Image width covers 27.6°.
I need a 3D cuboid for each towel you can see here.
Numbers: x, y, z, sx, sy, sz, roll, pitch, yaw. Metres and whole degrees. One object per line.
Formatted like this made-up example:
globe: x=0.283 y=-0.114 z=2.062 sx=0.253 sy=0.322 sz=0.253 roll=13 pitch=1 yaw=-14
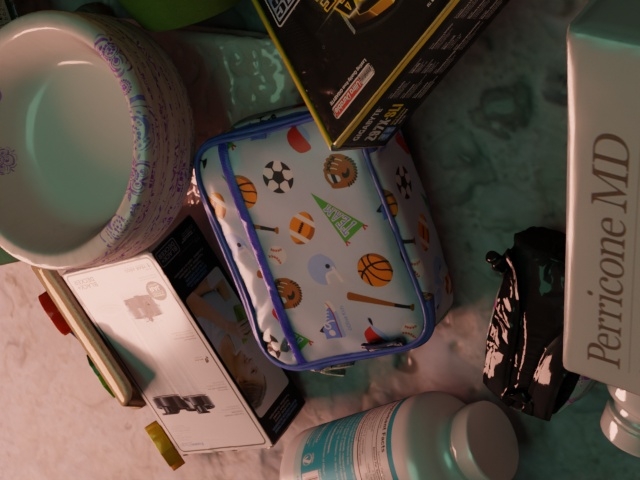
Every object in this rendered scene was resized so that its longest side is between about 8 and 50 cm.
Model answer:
towel: x=-0.158 y=-0.095 z=1.561 sx=0.317 sy=0.053 sz=0.332 roll=11 pitch=114 yaw=26

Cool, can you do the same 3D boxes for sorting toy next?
sorting toy: x=-0.277 y=0.170 z=1.688 sx=0.307 sy=0.041 sz=0.229 roll=56 pitch=171 yaw=6

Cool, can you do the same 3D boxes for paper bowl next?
paper bowl: x=-0.264 y=-0.113 z=1.473 sx=0.284 sy=0.148 sz=0.284 roll=4 pitch=98 yaw=29

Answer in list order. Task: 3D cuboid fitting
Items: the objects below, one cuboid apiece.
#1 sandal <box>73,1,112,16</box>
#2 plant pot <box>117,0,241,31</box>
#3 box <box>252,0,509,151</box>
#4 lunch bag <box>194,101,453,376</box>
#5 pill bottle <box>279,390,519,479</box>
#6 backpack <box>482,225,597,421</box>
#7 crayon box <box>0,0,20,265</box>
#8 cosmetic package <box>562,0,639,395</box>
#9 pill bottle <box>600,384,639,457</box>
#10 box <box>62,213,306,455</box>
sandal: x=-0.337 y=-0.218 z=1.654 sx=0.219 sy=0.060 sz=0.090 roll=-36 pitch=85 yaw=37
plant pot: x=-0.180 y=-0.384 z=1.383 sx=0.275 sy=0.275 sz=0.293 roll=-1 pitch=122 yaw=36
box: x=0.061 y=-0.282 z=1.224 sx=0.322 sy=0.079 sz=0.257 roll=-48 pitch=58 yaw=43
lunch bag: x=0.000 y=0.000 z=1.427 sx=0.243 sy=0.115 sz=0.303 roll=-11 pitch=106 yaw=26
pill bottle: x=0.090 y=0.255 z=1.467 sx=0.264 sy=0.146 sz=0.146 roll=-23 pitch=93 yaw=39
backpack: x=0.240 y=0.091 z=1.322 sx=0.152 sy=0.115 sz=0.182 roll=33 pitch=125 yaw=35
crayon box: x=-0.461 y=-0.145 z=1.698 sx=0.313 sy=0.106 sz=0.363 roll=-11 pitch=100 yaw=53
cosmetic package: x=0.424 y=-0.051 z=0.955 sx=0.394 sy=0.327 sz=0.329 roll=19 pitch=136 yaw=30
pill bottle: x=0.340 y=0.113 z=1.261 sx=0.108 sy=0.108 sz=0.193 roll=30 pitch=122 yaw=24
box: x=-0.164 y=0.121 z=1.586 sx=0.169 sy=0.087 sz=0.290 roll=-14 pitch=115 yaw=40
